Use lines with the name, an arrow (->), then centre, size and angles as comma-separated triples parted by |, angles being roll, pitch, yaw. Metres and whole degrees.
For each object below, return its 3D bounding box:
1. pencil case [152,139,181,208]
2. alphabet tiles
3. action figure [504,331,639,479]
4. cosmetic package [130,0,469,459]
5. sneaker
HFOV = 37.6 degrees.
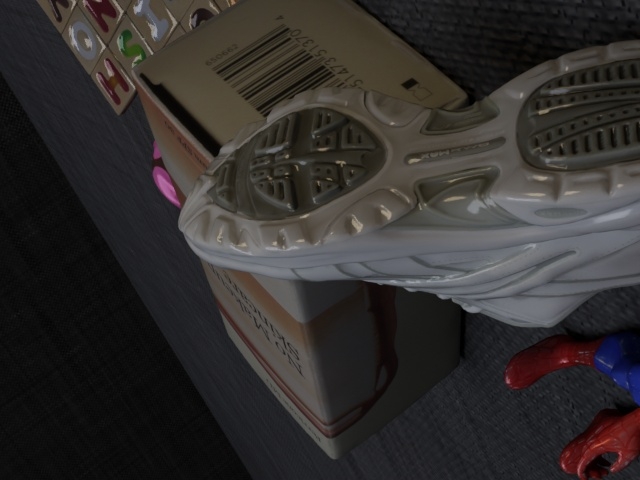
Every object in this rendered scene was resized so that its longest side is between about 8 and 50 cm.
pencil case -> -0.107, -0.096, 0.795 | 0.098, 0.095, 0.209 | 18, 157, 0
alphabet tiles -> -0.127, -0.193, 0.629 | 0.198, 0.009, 0.237 | 54, 139, 4
action figure -> 0.145, 0.097, 0.391 | 0.091, 0.139, 0.280 | 55, 161, -2
cosmetic package -> 0.000, 0.000, 0.608 | 0.153, 0.129, 0.296 | 44, 161, 31
sneaker -> 0.051, -0.002, 0.387 | 0.232, 0.090, 0.115 | -3, 141, 27
